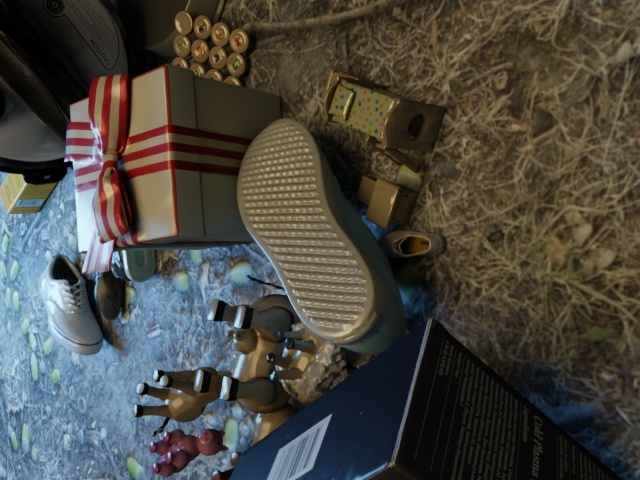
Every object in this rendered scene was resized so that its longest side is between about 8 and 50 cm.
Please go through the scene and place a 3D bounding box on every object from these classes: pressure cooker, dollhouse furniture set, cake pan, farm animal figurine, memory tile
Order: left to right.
[{"bbox_3d":[-0.520,-0.290,1.226,0.420,0.370,0.375,13,97,58],"label":"pressure cooker"},{"bbox_3d":[-0.264,-0.455,1.227,0.293,0.054,0.293,1,92,44],"label":"cake pan"},{"bbox_3d":[-0.177,-0.296,1.137,0.148,0.012,0.113,24,116,24],"label":"memory tile"},{"bbox_3d":[-0.101,0.214,1.020,0.330,0.172,0.326,29,100,49],"label":"farm animal figurine"},{"bbox_3d":[0.036,-0.121,0.907,0.182,0.101,0.160,30,112,40],"label":"dollhouse furniture set"}]

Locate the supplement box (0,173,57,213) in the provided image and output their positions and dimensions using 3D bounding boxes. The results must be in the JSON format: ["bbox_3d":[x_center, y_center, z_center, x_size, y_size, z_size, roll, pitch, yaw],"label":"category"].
[{"bbox_3d":[-0.627,-0.151,1.576,0.233,0.080,0.078,-41,66,35],"label":"supplement box"}]

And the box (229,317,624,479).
[{"bbox_3d":[0.096,0.303,0.703,0.312,0.179,0.343,39,127,-9],"label":"box"}]

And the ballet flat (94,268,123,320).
[{"bbox_3d":[-0.417,0.072,1.408,0.058,0.049,0.173,-10,84,1],"label":"ballet flat"}]

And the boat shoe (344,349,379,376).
[{"bbox_3d":[0.053,0.144,0.937,0.043,0.049,0.137,-57,49,33],"label":"boat shoe"}]

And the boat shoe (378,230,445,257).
[{"bbox_3d":[0.106,0.005,0.888,0.100,0.035,0.035,3,92,46],"label":"boat shoe"}]

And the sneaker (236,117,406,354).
[{"bbox_3d":[0.000,0.000,0.920,0.135,0.150,0.365,-31,52,14],"label":"sneaker"}]

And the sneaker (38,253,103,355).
[{"bbox_3d":[-0.514,0.126,1.459,0.258,0.094,0.091,45,125,35],"label":"sneaker"}]

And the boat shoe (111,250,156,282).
[{"bbox_3d":[-0.354,-0.041,1.306,0.079,0.084,0.233,5,97,44],"label":"boat shoe"}]

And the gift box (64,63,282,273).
[{"bbox_3d":[-0.226,-0.089,1.040,0.276,0.258,0.255,-14,80,37],"label":"gift box"}]
